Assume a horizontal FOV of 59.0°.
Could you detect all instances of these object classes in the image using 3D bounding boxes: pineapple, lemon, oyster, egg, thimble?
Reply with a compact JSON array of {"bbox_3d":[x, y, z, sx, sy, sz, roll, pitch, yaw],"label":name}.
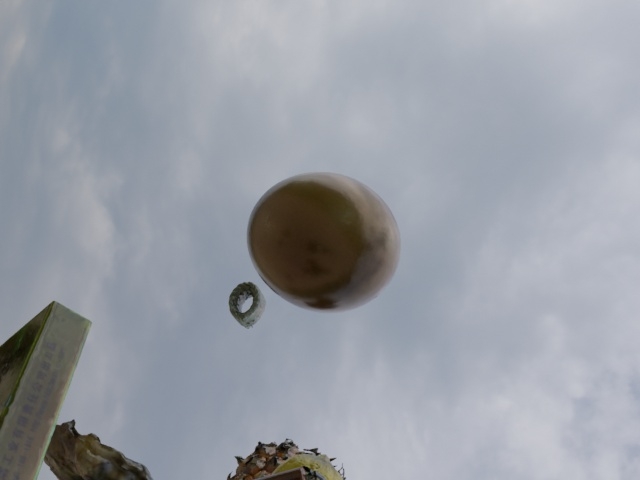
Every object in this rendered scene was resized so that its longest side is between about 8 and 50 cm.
[{"bbox_3d":[-0.084,0.690,1.474,0.300,0.352,0.353,22,-78,54],"label":"pineapple"},{"bbox_3d":[-0.036,0.555,1.199,0.180,0.193,0.181,40,-30,29],"label":"lemon"},{"bbox_3d":[-0.200,0.340,0.665,0.345,0.078,0.129,42,-57,2],"label":"oyster"},{"bbox_3d":[0.000,0.000,1.155,0.351,0.282,0.283,26,-75,45],"label":"egg"},{"bbox_3d":[-0.183,0.162,1.415,0.084,0.062,0.110,-9,-125,11],"label":"thimble"}]

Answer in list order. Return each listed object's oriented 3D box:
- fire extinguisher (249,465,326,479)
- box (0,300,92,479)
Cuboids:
[{"bbox_3d":[-0.037,0.234,0.540,0.022,0.083,0.028,-102,175,-53],"label":"fire extinguisher"},{"bbox_3d":[-0.185,0.135,0.282,0.121,0.030,0.193,-35,-147,25],"label":"box"}]
